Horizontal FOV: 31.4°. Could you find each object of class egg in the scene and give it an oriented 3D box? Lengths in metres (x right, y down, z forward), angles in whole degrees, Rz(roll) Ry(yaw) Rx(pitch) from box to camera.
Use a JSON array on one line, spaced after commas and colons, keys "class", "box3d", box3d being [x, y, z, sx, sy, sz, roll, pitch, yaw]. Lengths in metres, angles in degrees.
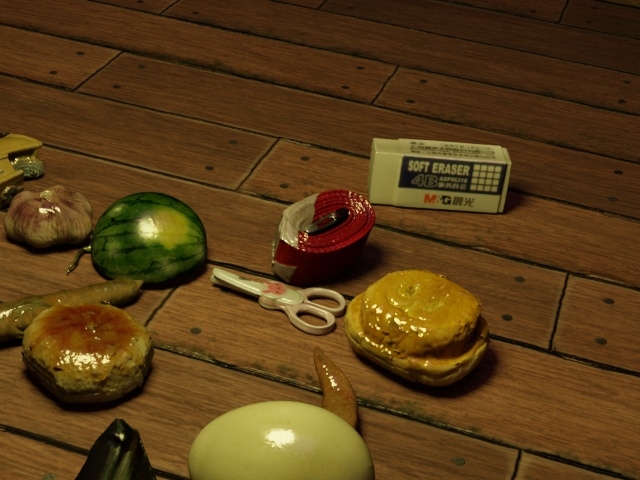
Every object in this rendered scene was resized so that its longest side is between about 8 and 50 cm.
[{"class": "egg", "box3d": [-0.053, 0.306, 1.507, 0.253, 0.189, 0.188, 10, 32, 15]}]

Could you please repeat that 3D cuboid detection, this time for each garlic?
[{"class": "garlic", "box3d": [-0.493, -0.048, 2.081, 0.159, 0.102, 0.147, 8, 29, 4]}]

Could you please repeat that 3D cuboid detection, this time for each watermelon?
[{"class": "watermelon", "box3d": [-0.317, -0.017, 2.042, 0.232, 0.127, 0.204, 7, 35, 12]}]

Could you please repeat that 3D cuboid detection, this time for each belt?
[{"class": "belt", "box3d": [0.000, 0.000, 2.072, 0.201, 0.124, 0.128, -25, 63, -33]}]

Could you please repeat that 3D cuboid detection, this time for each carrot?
[{"class": "carrot", "box3d": [-0.438, 0.113, 1.872, 0.342, 0.070, 0.070, -14, 37, -33]}]

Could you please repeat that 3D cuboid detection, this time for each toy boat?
[{"class": "toy boat", "box3d": [-0.645, -0.107, 2.168, 0.121, 0.089, 0.321, 31, 39, 16]}]

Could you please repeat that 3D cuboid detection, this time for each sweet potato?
[{"class": "sweet potato", "box3d": [0.027, 0.270, 1.698, 0.067, 0.059, 0.281, 12, 31, -14]}]

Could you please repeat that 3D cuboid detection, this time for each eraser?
[{"class": "eraser", "box3d": [0.239, -0.131, 2.315, 0.278, 0.124, 0.081, 4, 32, -3]}]

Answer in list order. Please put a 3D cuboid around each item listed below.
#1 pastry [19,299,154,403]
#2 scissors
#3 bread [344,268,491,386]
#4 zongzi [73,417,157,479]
[{"class": "pastry", "box3d": [-0.359, 0.168, 1.767, 0.192, 0.093, 0.182, 29, 36, 34]}, {"class": "scissors", "box3d": [-0.080, 0.098, 1.984, 0.242, 0.031, 0.118, 18, 34, 12]}, {"class": "bread", "box3d": [0.157, 0.141, 1.870, 0.236, 0.120, 0.198, 25, 38, 28]}, {"class": "zongzi", "box3d": [-0.255, 0.427, 1.314, 0.319, 0.362, 0.384, 8, 70, 0]}]
